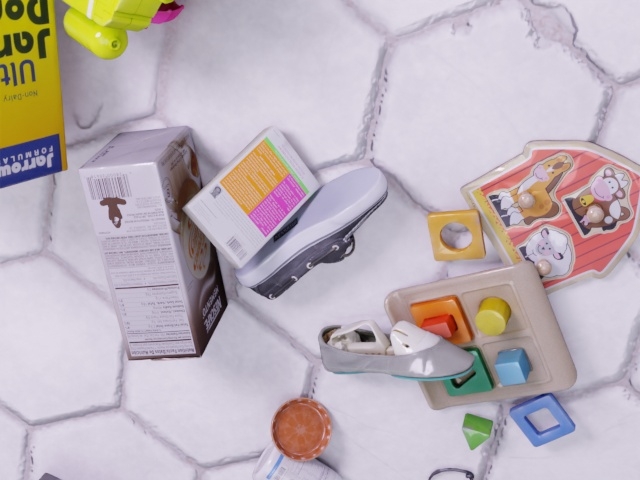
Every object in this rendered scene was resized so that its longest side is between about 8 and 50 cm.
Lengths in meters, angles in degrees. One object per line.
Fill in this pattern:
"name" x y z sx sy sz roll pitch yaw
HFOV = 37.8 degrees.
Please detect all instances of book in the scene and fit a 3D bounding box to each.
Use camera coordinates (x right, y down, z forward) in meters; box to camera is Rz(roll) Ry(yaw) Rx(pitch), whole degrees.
"book" -0.077 -0.050 1.088 0.144 0.035 0.096 -46 108 -22

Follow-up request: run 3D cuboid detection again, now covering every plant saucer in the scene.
"plant saucer" -0.026 0.251 1.248 0.083 0.013 0.083 2 80 -13

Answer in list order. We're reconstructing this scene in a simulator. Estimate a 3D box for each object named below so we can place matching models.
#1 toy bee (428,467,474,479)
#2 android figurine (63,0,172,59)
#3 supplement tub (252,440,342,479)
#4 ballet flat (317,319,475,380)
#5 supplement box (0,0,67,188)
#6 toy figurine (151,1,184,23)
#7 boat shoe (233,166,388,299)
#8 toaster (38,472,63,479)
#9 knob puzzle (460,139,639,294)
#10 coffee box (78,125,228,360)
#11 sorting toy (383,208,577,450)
"toy bee" 0.261 0.455 1.232 0.298 0.162 0.195 18 117 1
"android figurine" -0.209 -0.309 0.939 0.056 0.273 0.248 -1 113 -39
"supplement tub" -0.032 0.322 1.271 0.107 0.071 0.071 34 114 -7
"ballet flat" 0.084 0.130 1.138 0.213 0.072 0.068 -4 109 38
"supplement box" -0.415 -0.239 0.987 0.195 0.194 0.356 21 120 36
"toy figurine" -0.177 -0.311 1.010 0.159 0.130 0.173 -37 81 31
"boat shoe" 0.000 0.000 1.127 0.228 0.080 0.076 -37 120 18
"toaster" -0.365 0.443 1.316 0.168 0.110 0.186 28 78 -2
"knob puzzle" 0.289 -0.032 1.087 0.213 0.030 0.213 3 113 8
"coffee box" -0.193 0.003 1.122 0.098 0.141 0.246 -4 114 12
"sorting toy" 0.193 0.127 1.149 0.196 0.047 0.348 -16 110 26
